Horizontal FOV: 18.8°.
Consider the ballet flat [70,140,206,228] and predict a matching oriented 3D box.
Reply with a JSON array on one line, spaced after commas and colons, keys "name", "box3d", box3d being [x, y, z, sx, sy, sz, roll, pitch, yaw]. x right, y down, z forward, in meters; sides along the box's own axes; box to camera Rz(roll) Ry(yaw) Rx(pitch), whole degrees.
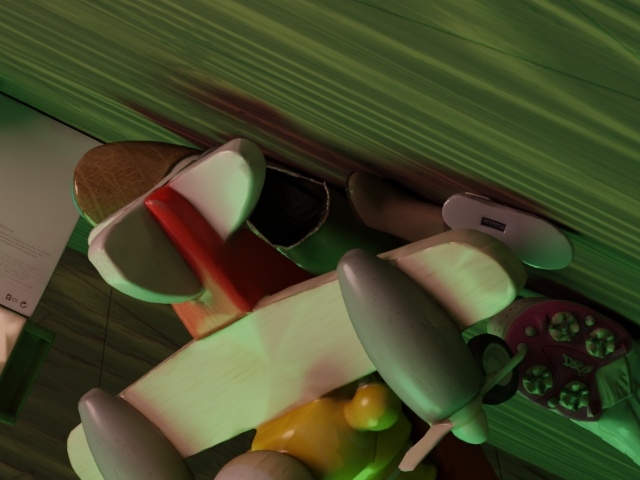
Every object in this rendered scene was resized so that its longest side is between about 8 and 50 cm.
[{"name": "ballet flat", "box3d": [-0.062, -0.011, 1.777, 0.342, 0.116, 0.124, 27, 160, -36]}]

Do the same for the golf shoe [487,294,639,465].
[{"name": "golf shoe", "box3d": [0.276, 0.133, 1.729, 0.306, 0.115, 0.140, 34, -179, -19]}]

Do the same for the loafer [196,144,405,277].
[{"name": "loafer", "box3d": [0.000, 0.000, 1.660, 0.251, 0.094, 0.087, 26, 177, -6]}]

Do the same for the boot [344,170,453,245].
[{"name": "boot", "box3d": [0.081, -0.018, 1.508, 0.087, 0.042, 0.118, 9, 162, 36]}]

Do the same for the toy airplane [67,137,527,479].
[{"name": "toy airplane", "box3d": [-0.034, 0.115, 1.499, 0.384, 0.272, 0.386, 10, 140, 10]}]

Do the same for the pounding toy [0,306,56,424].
[{"name": "pounding toy", "box3d": [-0.364, 0.134, 2.082, 0.100, 0.130, 0.141, 24, 173, 13]}]

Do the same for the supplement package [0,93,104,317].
[{"name": "supplement package", "box3d": [-0.359, -0.046, 2.100, 0.194, 0.203, 0.149, 27, 173, -9]}]

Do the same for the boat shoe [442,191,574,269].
[{"name": "boat shoe", "box3d": [0.137, -0.010, 1.398, 0.100, 0.035, 0.035, 20, -160, 8]}]
